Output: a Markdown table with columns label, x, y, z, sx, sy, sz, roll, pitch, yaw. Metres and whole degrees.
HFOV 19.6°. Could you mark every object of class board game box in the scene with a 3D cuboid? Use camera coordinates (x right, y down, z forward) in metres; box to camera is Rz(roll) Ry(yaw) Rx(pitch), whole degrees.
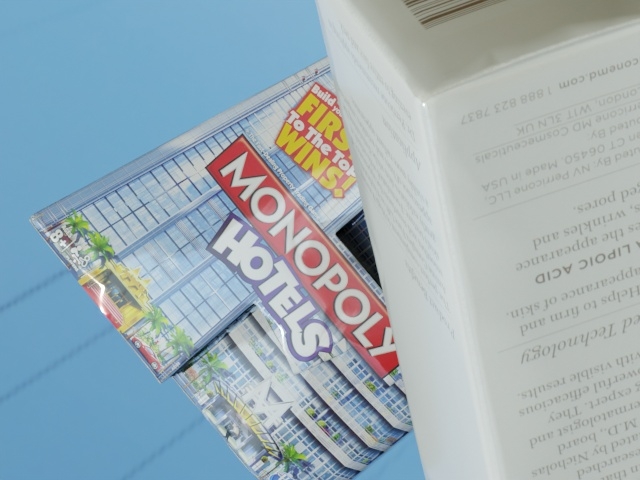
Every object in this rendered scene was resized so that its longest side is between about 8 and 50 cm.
| label | x | y | z | sx | sy | sz | roll | pitch | yaw |
| --- | --- | --- | --- | --- | --- | --- | --- | --- | --- |
| board game box | 0.000 | 0.000 | 0.855 | 0.194 | 0.194 | 0.060 | 50 | -160 | 4 |

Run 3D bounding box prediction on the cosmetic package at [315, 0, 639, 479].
| label | x | y | z | sx | sy | sz | roll | pitch | yaw |
| --- | --- | --- | --- | --- | --- | --- | --- | --- | --- |
| cosmetic package | 0.069 | 0.018 | 0.582 | 0.085 | 0.231 | 0.117 | -19 | -147 | -6 |
